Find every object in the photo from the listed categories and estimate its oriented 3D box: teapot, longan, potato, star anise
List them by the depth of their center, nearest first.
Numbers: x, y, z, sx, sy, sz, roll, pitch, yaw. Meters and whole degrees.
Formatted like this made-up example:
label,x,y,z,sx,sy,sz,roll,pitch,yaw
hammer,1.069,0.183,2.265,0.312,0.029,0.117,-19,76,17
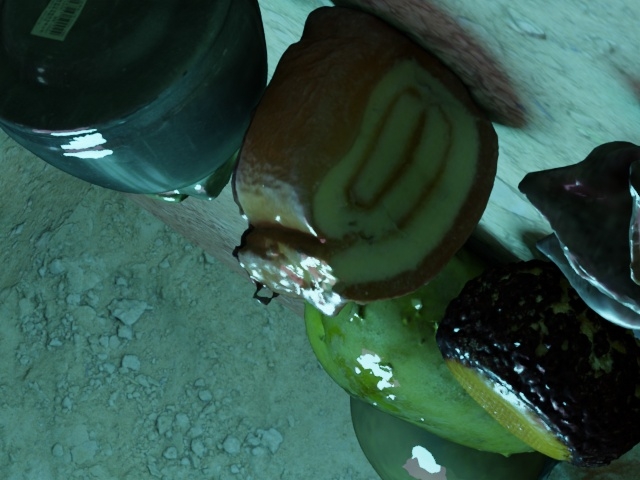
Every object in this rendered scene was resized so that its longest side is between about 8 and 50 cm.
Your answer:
label,x,y,z,sx,sy,sz,roll,pitch,yaw
star anise,0.282,0.031,1.048,0.331,0.117,0.332,28,167,7
teapot,-0.177,-0.164,1.322,0.321,0.239,0.239,38,170,31
potato,0.141,0.120,1.810,0.359,0.219,0.270,35,176,-28
longan,0.176,0.224,2.073,0.288,0.288,0.350,39,-169,-17

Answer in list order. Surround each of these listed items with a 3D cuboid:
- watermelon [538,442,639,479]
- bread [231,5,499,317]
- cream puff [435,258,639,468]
label,x,y,z,sx,sy,sz,roll,pitch,yaw
watermelon,0.399,0.327,2.094,0.387,0.258,0.228,-7,145,6
bread,0.032,-0.051,1.259,0.190,0.244,0.123,35,162,-28
cream puff,0.238,0.119,1.570,0.239,0.165,0.239,39,172,6
